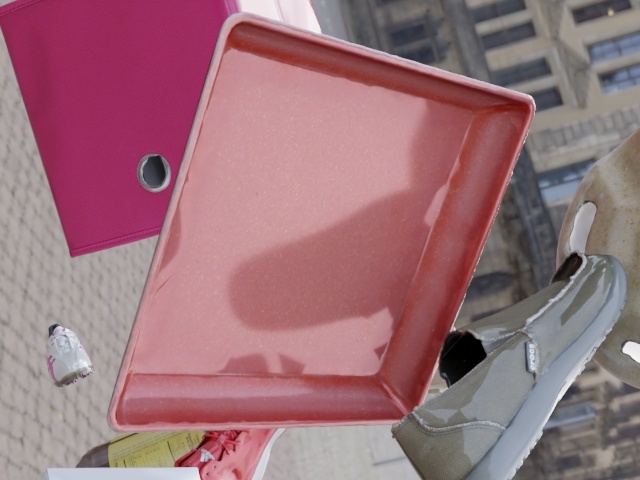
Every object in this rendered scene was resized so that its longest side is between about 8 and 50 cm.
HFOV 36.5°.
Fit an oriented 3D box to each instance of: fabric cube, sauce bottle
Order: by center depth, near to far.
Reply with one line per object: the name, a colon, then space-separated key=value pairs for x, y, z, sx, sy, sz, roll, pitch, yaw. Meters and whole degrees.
fabric cube: x=-0.135 y=-0.153 z=1.022 sx=0.259 sy=0.254 sz=0.258 roll=-31 pitch=107 yaw=-69
sauce bottle: x=-0.276 y=0.338 z=1.446 sx=0.111 sy=0.344 sz=0.111 roll=-23 pitch=90 yaw=-81

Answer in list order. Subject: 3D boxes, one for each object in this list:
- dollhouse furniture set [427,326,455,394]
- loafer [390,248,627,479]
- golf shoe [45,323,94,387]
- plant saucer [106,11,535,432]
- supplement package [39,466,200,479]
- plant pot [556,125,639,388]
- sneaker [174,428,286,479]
dollhouse furniture set: x=0.215 y=0.201 z=1.703 sx=0.151 sy=0.144 sz=0.123 roll=19 pitch=66 yaw=-51
loafer: x=0.134 y=0.078 z=0.678 sx=0.251 sy=0.087 sz=0.094 roll=-44 pitch=166 yaw=-40
golf shoe: x=-0.419 y=0.186 z=1.582 sx=0.186 sy=0.067 sz=0.086 roll=10 pitch=-57 yaw=67
plant saucer: x=0.000 y=0.000 z=0.635 sx=0.047 sy=0.259 sz=0.258 roll=35 pitch=-69 yaw=47
supplement package: x=-0.248 y=0.393 z=1.052 sx=0.293 sy=0.177 sz=0.175 roll=-53 pitch=-138 yaw=36
plant pot: x=0.376 y=0.035 z=0.806 sx=0.305 sy=0.334 sz=0.334 roll=17 pitch=49 yaw=-38
sneaker: x=-0.107 y=0.241 z=1.218 sx=0.128 sy=0.087 sz=0.221 roll=-13 pitch=119 yaw=-58
